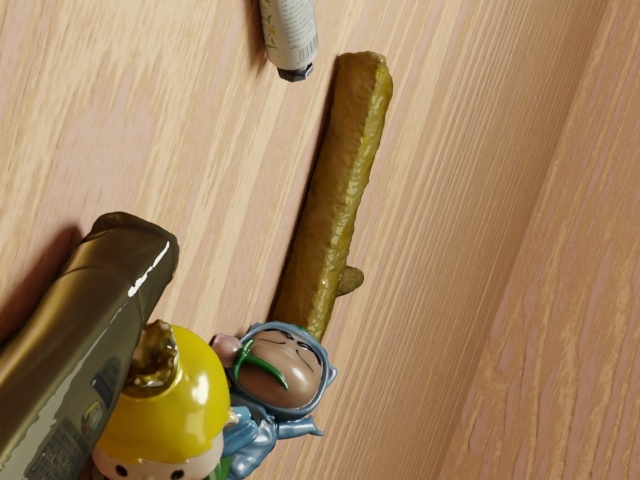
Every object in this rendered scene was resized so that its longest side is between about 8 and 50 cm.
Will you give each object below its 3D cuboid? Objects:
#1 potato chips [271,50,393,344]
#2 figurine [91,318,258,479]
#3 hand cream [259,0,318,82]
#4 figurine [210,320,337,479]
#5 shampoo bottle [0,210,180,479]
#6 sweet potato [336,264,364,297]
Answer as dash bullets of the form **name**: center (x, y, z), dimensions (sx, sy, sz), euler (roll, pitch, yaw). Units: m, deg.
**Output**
- **potato chips**: center (0.000, 0.000, 1.464), dimensions (0.080, 0.057, 0.407), euler (-21, 130, -63)
- **figurine**: center (-0.134, 0.162, 1.095), dimensions (0.185, 0.127, 0.234), euler (-57, 173, -16)
- **hand cream**: center (-0.029, -0.197, 1.120), dimensions (0.067, 0.042, 0.194), euler (-52, 155, -27)
- **figurine**: center (-0.060, 0.151, 1.378), dimensions (0.178, 0.114, 0.144), euler (-55, 161, -17)
- **shampoo bottle**: center (-0.191, 0.137, 0.890), dimensions (0.125, 0.084, 0.350), euler (89, 26, -62)
- **sweet potato**: center (0.012, 0.046, 1.623), dimensions (0.153, 0.038, 0.041), euler (5, 84, -67)
